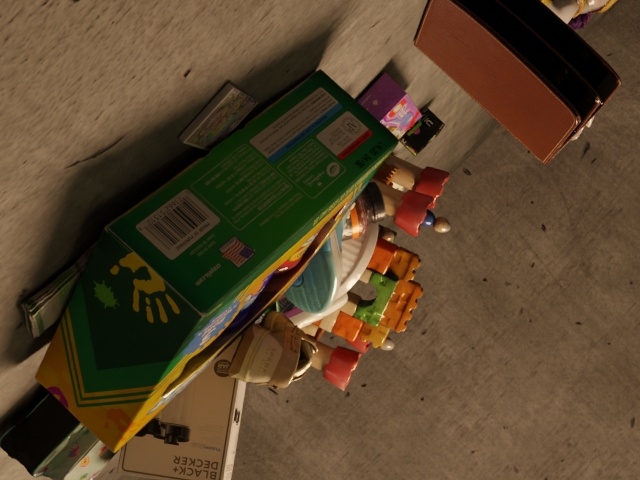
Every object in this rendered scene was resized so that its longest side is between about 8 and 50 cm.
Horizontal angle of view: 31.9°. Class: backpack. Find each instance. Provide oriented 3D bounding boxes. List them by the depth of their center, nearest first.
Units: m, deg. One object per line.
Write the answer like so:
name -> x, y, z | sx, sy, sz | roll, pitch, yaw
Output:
backpack -> -0.384, 0.297, 1.735 | 0.166, 0.144, 0.188 | -50, 176, -9

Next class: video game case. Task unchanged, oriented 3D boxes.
video game case -> -0.120, -0.145, 1.340 | 0.087, 0.011, 0.122 | -47, 172, 6

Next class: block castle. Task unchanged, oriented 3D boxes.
block castle -> 0.117, 0.064, 2.327 | 0.453, 0.213, 0.303 | -66, 173, 20

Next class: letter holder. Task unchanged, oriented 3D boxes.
letter holder -> 0.318, -0.302, 1.766 | 0.152, 0.302, 0.214 | -44, 172, -12

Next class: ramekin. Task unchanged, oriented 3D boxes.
ramekin -> 0.000, 0.000, 2.063 | 0.207, 0.109, 0.207 | -40, -146, 35

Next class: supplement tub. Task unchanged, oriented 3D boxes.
supplement tub -> 0.009, -0.044, 1.917 | 0.198, 0.106, 0.106 | -16, 166, -9

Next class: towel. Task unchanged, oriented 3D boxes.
towel -> -0.301, 0.050, 1.367 | 0.152, 0.023, 0.113 | -45, 175, -22

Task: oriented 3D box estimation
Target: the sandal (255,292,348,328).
sandal -> -0.151, 0.160, 2.147 | 0.416, 0.102, 0.169 | -22, -178, 5

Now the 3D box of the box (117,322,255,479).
box -> -0.203, 0.231, 1.747 | 0.087, 0.169, 0.290 | 80, 19, -81

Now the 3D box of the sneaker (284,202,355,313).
sneaker -> 0.021, -0.049, 1.807 | 0.208, 0.127, 0.319 | -44, 144, -44

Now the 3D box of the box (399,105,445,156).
box -> 0.217, -0.237, 2.438 | 0.083, 0.062, 0.052 | -43, 173, -22

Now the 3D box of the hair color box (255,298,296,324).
hair color box -> -0.154, 0.188, 2.495 | 0.347, 0.105, 0.174 | -46, 172, 0

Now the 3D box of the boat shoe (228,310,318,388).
boat shoe -> -0.059, 0.173, 1.673 | 0.302, 0.098, 0.109 | 15, 96, -84

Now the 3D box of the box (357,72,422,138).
box -> 0.081, -0.188, 2.000 | 0.201, 0.057, 0.293 | -45, 172, 6

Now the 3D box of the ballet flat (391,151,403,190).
ballet flat -> 0.157, -0.148, 2.522 | 0.091, 0.077, 0.241 | -47, 172, 11

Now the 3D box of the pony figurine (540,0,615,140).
pony figurine -> 0.438, -0.397, 2.203 | 0.363, 0.303, 0.351 | -16, 144, -44

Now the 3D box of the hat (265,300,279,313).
hat -> -0.181, 0.092, 1.856 | 0.183, 0.173, 0.208 | -20, 134, -13

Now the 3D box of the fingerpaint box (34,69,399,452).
fingerpaint box -> -0.135, 0.027, 1.505 | 0.445, 0.163, 0.371 | -43, 173, -43
